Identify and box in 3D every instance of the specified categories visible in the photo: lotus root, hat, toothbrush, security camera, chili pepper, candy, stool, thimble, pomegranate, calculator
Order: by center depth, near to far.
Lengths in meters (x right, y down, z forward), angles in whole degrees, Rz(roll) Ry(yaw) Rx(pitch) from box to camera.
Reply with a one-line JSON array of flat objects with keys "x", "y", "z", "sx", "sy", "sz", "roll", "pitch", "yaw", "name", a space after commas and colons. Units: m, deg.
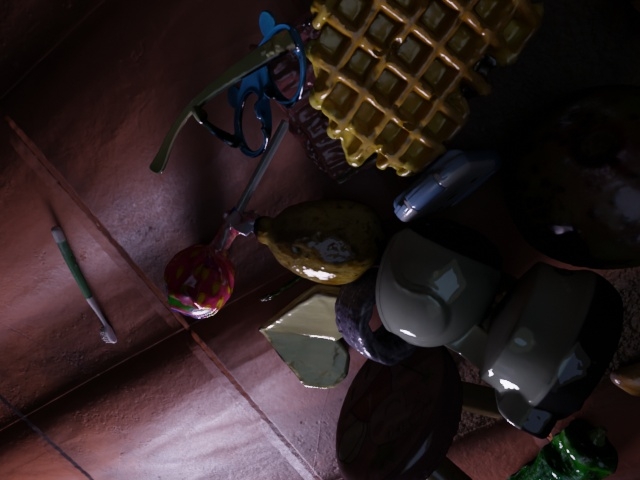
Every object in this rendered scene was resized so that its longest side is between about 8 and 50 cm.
[{"x": 0.207, "y": 0.082, "z": 0.539, "sx": 0.277, "sy": 0.197, "sz": 0.191, "roll": 26, "pitch": 106, "yaw": 21, "name": "security camera"}, {"x": 0.065, "y": -0.233, "z": 0.554, "sx": 0.286, "sy": 0.107, "sz": 0.237, "roll": -30, "pitch": 109, "yaw": 18, "name": "hat"}, {"x": 0.392, "y": -0.084, "z": 0.554, "sx": 0.306, "sy": 0.242, "sz": 0.242, "roll": -7, "pitch": 121, "yaw": -41, "name": "pomegranate"}, {"x": 0.183, "y": -0.081, "z": 0.569, "sx": 0.121, "sy": 0.210, "sz": 0.039, "roll": -42, "pitch": 74, "yaw": 36, "name": "calculator"}, {"x": 0.000, "y": 0.000, "z": 0.640, "sx": 0.214, "sy": 0.138, "sz": 0.138, "roll": 3, "pitch": 112, "yaw": -2, "name": "lotus root"}, {"x": -0.146, "y": -0.034, "z": 0.669, "sx": 0.124, "sy": 0.124, "sz": 0.365, "roll": 29, "pitch": 100, "yaw": -7, "name": "candy"}, {"x": 0.102, "y": 0.121, "z": 0.675, "sx": 0.150, "sy": 0.098, "sz": 0.150, "roll": -2, "pitch": 94, "yaw": -24, "name": "thimble"}, {"x": 0.167, "y": 0.308, "z": 0.681, "sx": 0.178, "sy": 0.272, "sz": 0.272, "roll": 36, "pitch": 110, "yaw": -13, "name": "stool"}, {"x": -0.452, "y": 0.091, "z": 0.776, "sx": 0.024, "sy": 0.018, "sz": 0.257, "roll": -7, "pitch": 112, "yaw": 14, "name": "toothbrush"}, {"x": 0.486, "y": 0.454, "z": 0.805, "sx": 0.136, "sy": 0.099, "sz": 0.270, "roll": 21, "pitch": 117, "yaw": 6, "name": "chili pepper"}]

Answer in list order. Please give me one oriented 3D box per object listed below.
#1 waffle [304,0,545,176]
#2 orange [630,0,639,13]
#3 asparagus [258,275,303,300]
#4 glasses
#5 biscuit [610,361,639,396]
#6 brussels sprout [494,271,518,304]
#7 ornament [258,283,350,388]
[{"x": 0.120, "y": -0.218, "z": 0.464, "sx": 0.283, "sy": 0.065, "sz": 0.309, "roll": -11, "pitch": 123, "yaw": 2, "name": "waffle"}, {"x": 0.462, "y": -0.333, "z": 0.438, "sx": 0.219, "sy": 0.193, "sz": 0.219, "roll": 9, "pitch": 123, "yaw": 14, "name": "orange"}, {"x": -0.067, "y": 0.085, "z": 0.745, "sx": 0.114, "sy": 0.014, "sz": 0.015, "roll": -34, "pitch": 72, "yaw": 16, "name": "asparagus"}, {"x": -0.112, "y": -0.152, "z": 0.522, "sx": 0.102, "sy": 0.207, "sz": 0.239, "roll": 38, "pitch": 152, "yaw": -12, "name": "glasses"}, {"x": 0.660, "y": 0.226, "z": 0.727, "sx": 0.164, "sy": 0.047, "sz": 0.208, "roll": 33, "pitch": 110, "yaw": -10, "name": "biscuit"}, {"x": 0.286, "y": 0.124, "z": 0.677, "sx": 0.149, "sy": 0.122, "sz": 0.151, "roll": 40, "pitch": 110, "yaw": 16, "name": "brussels sprout"}, {"x": -0.027, "y": 0.174, "z": 0.758, "sx": 0.180, "sy": 0.059, "sz": 0.201, "roll": 8, "pitch": 110, "yaw": 2, "name": "ornament"}]
